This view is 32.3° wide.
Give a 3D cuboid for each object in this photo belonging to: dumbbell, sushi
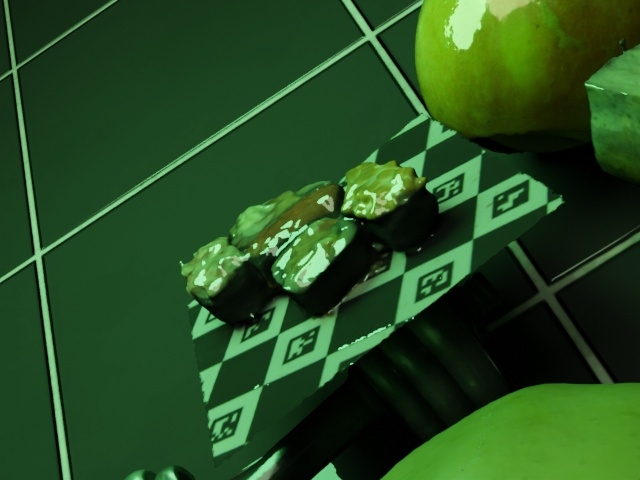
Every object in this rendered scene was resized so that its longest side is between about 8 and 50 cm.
[{"bbox_3d":[-0.016,0.169,0.865,0.406,0.179,0.179,-42,40,-4],"label":"dumbbell"},{"bbox_3d":[0.000,0.000,0.846,0.294,0.059,0.292,-39,23,2],"label":"sushi"}]

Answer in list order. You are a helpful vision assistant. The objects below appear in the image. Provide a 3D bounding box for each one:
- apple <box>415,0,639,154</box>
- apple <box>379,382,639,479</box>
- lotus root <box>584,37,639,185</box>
[{"bbox_3d":[0.192,-0.168,0.985,0.237,0.237,0.207,11,82,43],"label":"apple"},{"bbox_3d":[0.138,0.252,0.557,0.357,0.357,0.357,-20,43,20],"label":"apple"},{"bbox_3d":[0.393,-0.108,0.857,0.260,0.149,0.267,21,49,42],"label":"lotus root"}]
